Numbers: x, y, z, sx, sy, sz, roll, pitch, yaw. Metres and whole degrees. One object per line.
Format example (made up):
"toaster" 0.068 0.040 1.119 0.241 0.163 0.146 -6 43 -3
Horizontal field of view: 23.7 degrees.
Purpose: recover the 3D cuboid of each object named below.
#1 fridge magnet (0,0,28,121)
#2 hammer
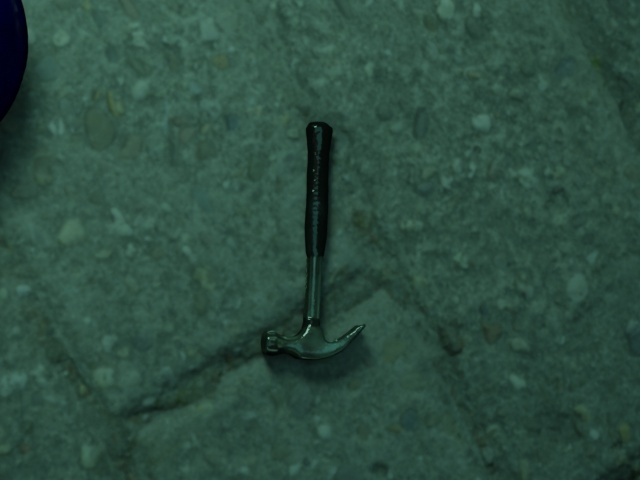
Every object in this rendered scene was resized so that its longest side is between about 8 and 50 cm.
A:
"fridge magnet" -0.408 -0.189 1.423 0.266 0.113 0.265 2 84 -16
"hammer" 0.000 0.000 1.560 0.103 0.029 0.246 6 81 -14
